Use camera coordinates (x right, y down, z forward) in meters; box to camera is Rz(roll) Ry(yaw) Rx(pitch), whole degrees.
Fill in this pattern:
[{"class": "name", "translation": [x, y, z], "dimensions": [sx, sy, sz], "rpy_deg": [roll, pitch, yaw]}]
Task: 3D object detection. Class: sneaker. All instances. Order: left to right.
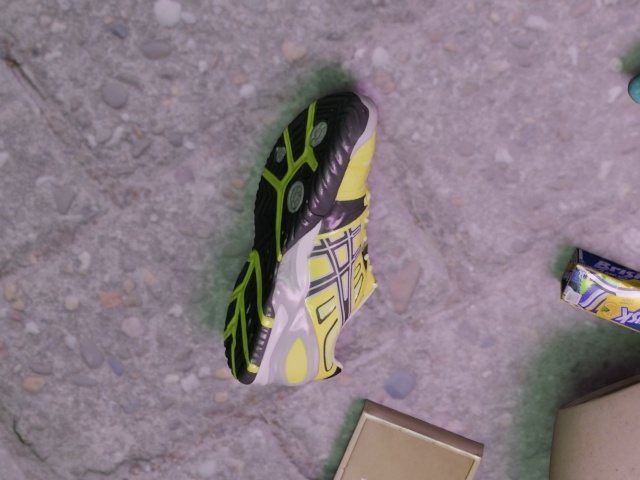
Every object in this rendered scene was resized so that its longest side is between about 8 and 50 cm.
[{"class": "sneaker", "translation": [0.000, 0.000, 1.788], "dimensions": [0.147, 0.145, 0.385], "rpy_deg": [9, 113, -27]}]

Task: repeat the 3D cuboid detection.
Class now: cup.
[{"class": "cup", "translation": [0.402, 0.280, 1.736], "dimensions": [0.331, 0.331, 0.237], "rpy_deg": [-24, 83, 18]}]

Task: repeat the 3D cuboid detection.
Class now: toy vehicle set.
[{"class": "toy vehicle set", "translation": [0.090, 0.355, 1.943], "dimensions": [0.166, 0.035, 0.267], "rpy_deg": [22, 113, 1]}]

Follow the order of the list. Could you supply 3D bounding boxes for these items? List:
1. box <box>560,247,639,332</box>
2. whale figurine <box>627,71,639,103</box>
[{"class": "box", "translation": [0.375, 0.071, 1.768], "dimensions": [0.169, 0.059, 0.054], "rpy_deg": [22, 112, 1]}, {"class": "whale figurine", "translation": [0.477, -0.127, 1.628], "dimensions": [0.272, 0.141, 0.216], "rpy_deg": [34, 113, -3]}]
